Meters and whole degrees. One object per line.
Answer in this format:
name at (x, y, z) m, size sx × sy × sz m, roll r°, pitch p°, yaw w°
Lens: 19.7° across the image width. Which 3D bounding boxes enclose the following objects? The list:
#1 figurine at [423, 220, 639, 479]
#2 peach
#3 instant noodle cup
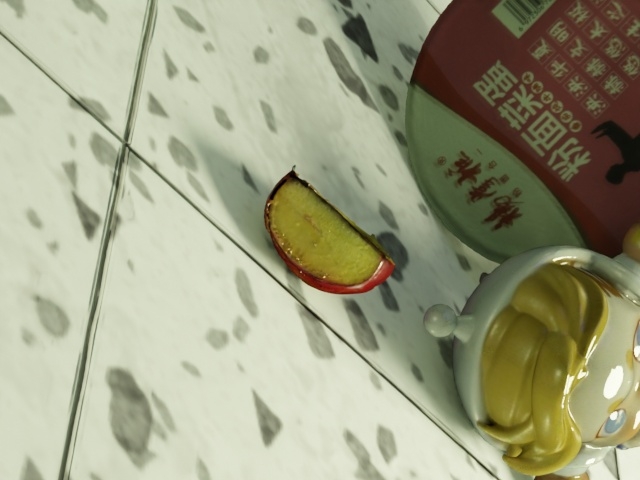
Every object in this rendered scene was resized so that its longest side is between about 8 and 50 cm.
figurine at (0.187, 0.067, 1.235) m, size 0.133 × 0.194 × 0.274 m, roll 24°, pitch 30°, yaw 30°
peach at (0.000, 0.000, 1.096) m, size 0.083 × 0.050 × 0.077 m, roll 44°, pitch 4°, yaw -46°
instant noodle cup at (0.200, -0.084, 1.367) m, size 0.235 × 0.235 × 0.178 m, roll 64°, pitch 17°, yaw 14°
